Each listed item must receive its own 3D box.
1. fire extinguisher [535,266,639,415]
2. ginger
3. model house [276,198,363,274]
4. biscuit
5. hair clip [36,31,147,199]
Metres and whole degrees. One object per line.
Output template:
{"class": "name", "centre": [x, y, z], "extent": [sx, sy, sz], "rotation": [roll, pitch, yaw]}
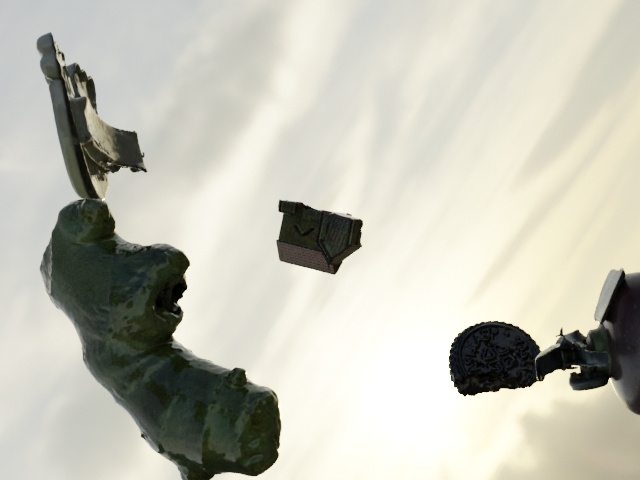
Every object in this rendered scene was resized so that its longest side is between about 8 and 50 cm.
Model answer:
{"class": "fire extinguisher", "centre": [0.263, 0.055, 1.092], "extent": [0.105, 0.269, 0.105], "rotation": [-8, -90, -89]}
{"class": "ginger", "centre": [-0.137, 0.083, 1.432], "extent": [0.137, 0.290, 0.089], "rotation": [-39, -21, 18]}
{"class": "model house", "centre": [0.000, 0.000, 1.546], "extent": [0.057, 0.083, 0.058], "rotation": [4, -80, -65]}
{"class": "biscuit", "centre": [0.158, 0.111, 1.556], "extent": [0.089, 0.087, 0.027], "rotation": [-47, -17, -33]}
{"class": "hair clip", "centre": [-0.213, -0.103, 1.611], "extent": [0.220, 0.054, 0.140], "rotation": [52, -152, -79]}
